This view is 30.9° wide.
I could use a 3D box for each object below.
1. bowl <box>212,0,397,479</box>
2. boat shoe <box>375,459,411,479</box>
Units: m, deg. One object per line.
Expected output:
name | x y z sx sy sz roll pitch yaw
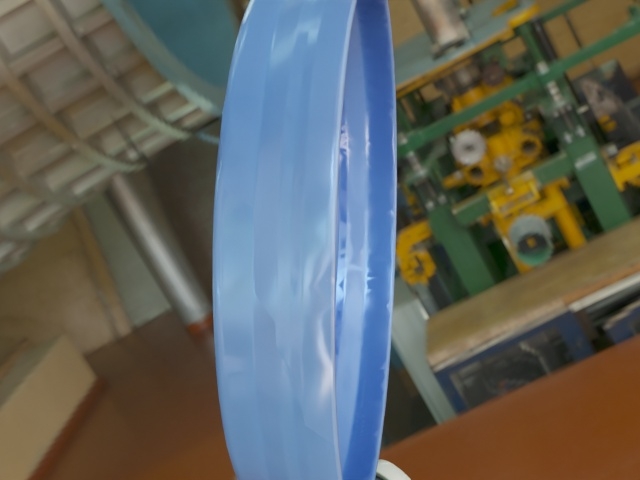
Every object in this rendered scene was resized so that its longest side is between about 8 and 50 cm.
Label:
bowl | 0.000 0.000 0.813 0.077 0.391 0.391 1 20 8
boat shoe | 0.092 0.293 0.913 0.079 0.254 0.095 -29 -14 -31
